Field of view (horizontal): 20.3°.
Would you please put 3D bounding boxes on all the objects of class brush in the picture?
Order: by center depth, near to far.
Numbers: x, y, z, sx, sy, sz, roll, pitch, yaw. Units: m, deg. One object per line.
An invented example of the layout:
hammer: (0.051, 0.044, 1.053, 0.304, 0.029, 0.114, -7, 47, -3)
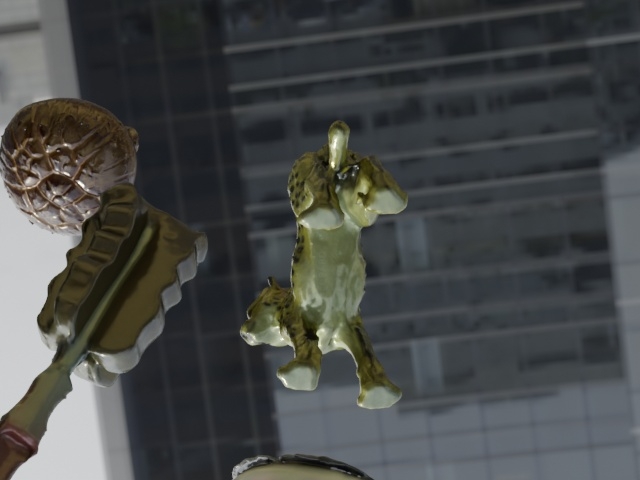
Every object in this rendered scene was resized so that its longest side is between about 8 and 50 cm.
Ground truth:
brush: (-0.166, 0.085, 1.139, 0.071, 0.084, 0.301, -39, -162, 48)

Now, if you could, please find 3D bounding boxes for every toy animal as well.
toy animal: (0.000, 0.000, 1.031, 0.073, 0.181, 0.136, -2, -158, -12)

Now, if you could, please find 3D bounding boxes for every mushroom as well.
mushroom: (-0.196, -0.056, 1.401, 0.109, 0.126, 0.085, 3, -137, -14)

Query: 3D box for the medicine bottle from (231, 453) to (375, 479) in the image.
medicine bottle: (-0.034, 0.413, 1.674, 0.213, 0.379, 0.213, 11, 149, 7)
